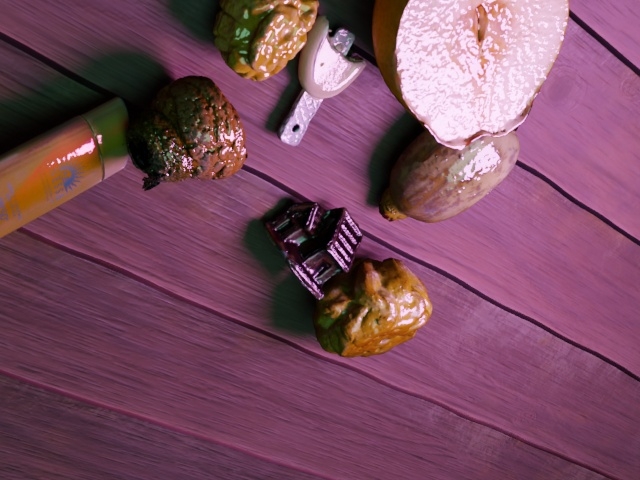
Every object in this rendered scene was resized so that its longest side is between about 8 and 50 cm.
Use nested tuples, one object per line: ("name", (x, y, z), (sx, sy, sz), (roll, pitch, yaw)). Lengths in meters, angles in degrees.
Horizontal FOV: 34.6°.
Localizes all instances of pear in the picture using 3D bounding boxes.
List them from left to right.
("pear", (0.230, -0.367, 1.738), (0.340, 0.191, 0.386), (-15, 126, -22))

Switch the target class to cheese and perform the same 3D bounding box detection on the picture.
("cheese", (-0.008, -0.270, 1.788), (0.127, 0.049, 0.235), (18, 112, -34))

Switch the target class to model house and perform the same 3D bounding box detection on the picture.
("model house", (-0.004, -0.004, 1.937), (0.152, 0.106, 0.165), (-37, 126, 2))

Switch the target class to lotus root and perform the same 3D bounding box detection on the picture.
("lotus root", (0.239, -0.134, 1.935), (0.309, 0.173, 0.173), (-42, 129, 16))

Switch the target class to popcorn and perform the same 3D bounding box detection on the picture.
("popcorn", (-0.089, -0.355, 1.641), (0.194, 0.140, 0.163), (-43, 134, 6))

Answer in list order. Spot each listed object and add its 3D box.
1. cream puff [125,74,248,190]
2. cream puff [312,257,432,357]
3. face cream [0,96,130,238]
("cream puff", (-0.232, -0.157, 1.665), (0.169, 0.183, 0.183), (-34, 134, -31))
("cream puff", (0.102, 0.135, 2.024), (0.244, 0.244, 0.196), (-32, 94, -1))
("face cream", (-0.425, -0.116, 1.643), (0.285, 0.067, 0.139), (-34, 144, -28))
